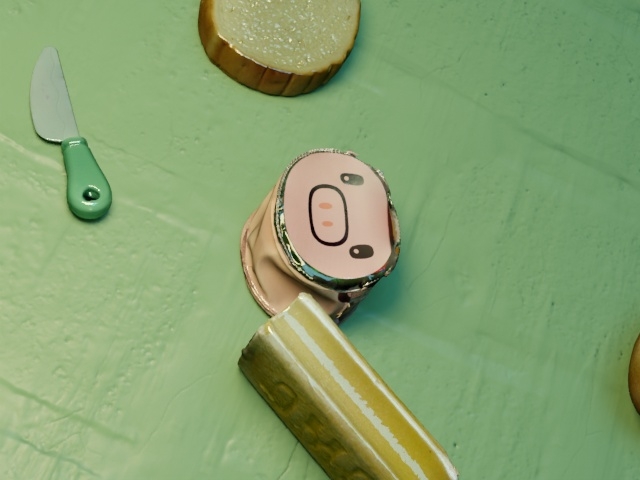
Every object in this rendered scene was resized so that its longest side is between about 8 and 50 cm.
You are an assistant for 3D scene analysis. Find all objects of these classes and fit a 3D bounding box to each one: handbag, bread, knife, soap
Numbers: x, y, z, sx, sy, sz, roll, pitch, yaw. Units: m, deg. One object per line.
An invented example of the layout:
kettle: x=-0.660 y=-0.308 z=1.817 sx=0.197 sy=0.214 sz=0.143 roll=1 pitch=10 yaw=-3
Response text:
handbag: x=0.000 y=-0.001 z=1.477 sx=0.179 sy=0.116 sz=0.205 roll=3 pitch=62 yaw=-20
bread: x=-0.057 y=-0.309 z=1.640 sx=0.236 sy=0.070 sz=0.236 roll=8 pitch=63 yaw=-17
knife: x=-0.325 y=-0.138 z=1.482 sx=0.063 sy=0.034 sz=0.260 roll=-16 pitch=65 yaw=-19
soap: x=0.029 y=0.204 z=1.354 sx=0.089 sy=0.173 sz=0.274 roll=-38 pitch=81 yaw=-23

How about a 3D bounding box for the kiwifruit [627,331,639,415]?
kiwifruit: x=0.510 y=0.156 z=1.546 sx=0.196 sy=0.196 sz=0.234 roll=35 pitch=60 yaw=-1
